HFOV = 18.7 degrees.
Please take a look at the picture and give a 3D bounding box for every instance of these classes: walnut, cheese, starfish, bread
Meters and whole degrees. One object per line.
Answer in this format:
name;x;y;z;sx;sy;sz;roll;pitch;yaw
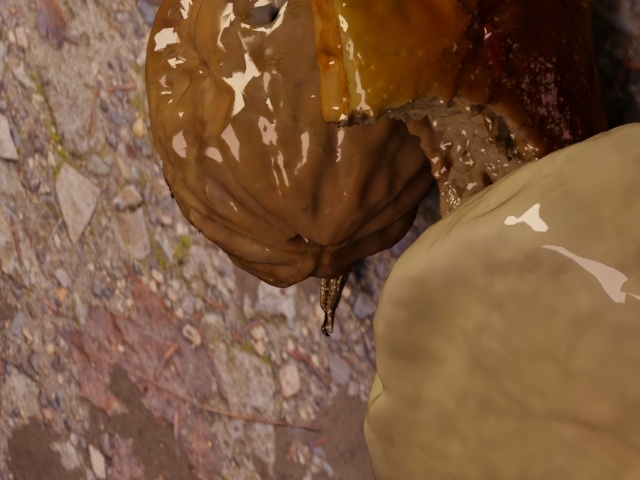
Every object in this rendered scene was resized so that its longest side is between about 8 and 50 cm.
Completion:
walnut;-0.010;-0.094;1.204;0.198;0.198;0.245;-37;42;46
cheese;0.162;0.099;0.976;0.326;0.115;0.318;-9;112;52
starfish;0.002;0.000;1.329;0.133;0.041;0.130;-10;88;38
bread;0.069;-0.173;1.085;0.109;0.185;0.380;-6;92;48
